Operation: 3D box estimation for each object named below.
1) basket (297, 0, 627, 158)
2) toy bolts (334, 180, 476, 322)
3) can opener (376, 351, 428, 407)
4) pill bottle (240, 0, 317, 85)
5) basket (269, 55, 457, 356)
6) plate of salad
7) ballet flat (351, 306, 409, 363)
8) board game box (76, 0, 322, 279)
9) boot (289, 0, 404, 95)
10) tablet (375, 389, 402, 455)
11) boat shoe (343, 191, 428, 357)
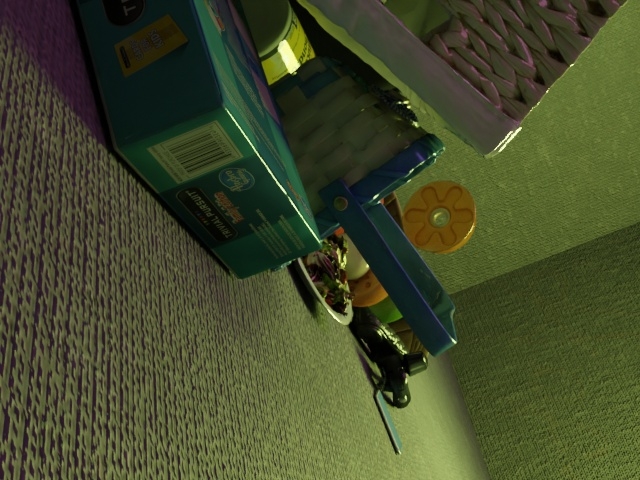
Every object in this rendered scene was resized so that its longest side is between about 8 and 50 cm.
[{"bbox_3d":[0.099,-0.296,1.139,0.328,0.266,0.331,40,8,-15],"label":"basket"},{"bbox_3d":[0.066,-0.045,1.550,0.228,0.218,0.158,51,4,32],"label":"toy bolts"},{"bbox_3d":[0.112,0.204,1.662,0.186,0.073,0.059,86,-1,-67],"label":"can opener"},{"bbox_3d":[-0.058,-0.201,1.351,0.184,0.103,0.103,56,14,-60],"label":"pill bottle"},{"bbox_3d":[0.039,-0.029,1.142,0.289,0.201,0.255,58,6,-3],"label":"basket"},{"bbox_3d":[0.000,0.000,1.353,0.200,0.048,0.200,61,13,-24],"label":"plate of salad"},{"bbox_3d":[0.089,0.135,1.650,0.173,0.057,0.049,56,34,-55],"label":"ballet flat"},{"bbox_3d":[-0.111,-0.168,0.906,0.254,0.079,0.336,56,14,-64],"label":"board game box"},{"bbox_3d":[-0.037,-0.369,1.527,0.367,0.146,0.445,37,-5,15],"label":"boot"},{"bbox_3d":[0.089,0.239,1.566,0.054,0.006,0.083,-26,93,-83],"label":"tablet"},{"bbox_3d":[0.087,0.047,1.744,0.098,0.109,0.302,-162,-126,-71],"label":"boat shoe"}]
